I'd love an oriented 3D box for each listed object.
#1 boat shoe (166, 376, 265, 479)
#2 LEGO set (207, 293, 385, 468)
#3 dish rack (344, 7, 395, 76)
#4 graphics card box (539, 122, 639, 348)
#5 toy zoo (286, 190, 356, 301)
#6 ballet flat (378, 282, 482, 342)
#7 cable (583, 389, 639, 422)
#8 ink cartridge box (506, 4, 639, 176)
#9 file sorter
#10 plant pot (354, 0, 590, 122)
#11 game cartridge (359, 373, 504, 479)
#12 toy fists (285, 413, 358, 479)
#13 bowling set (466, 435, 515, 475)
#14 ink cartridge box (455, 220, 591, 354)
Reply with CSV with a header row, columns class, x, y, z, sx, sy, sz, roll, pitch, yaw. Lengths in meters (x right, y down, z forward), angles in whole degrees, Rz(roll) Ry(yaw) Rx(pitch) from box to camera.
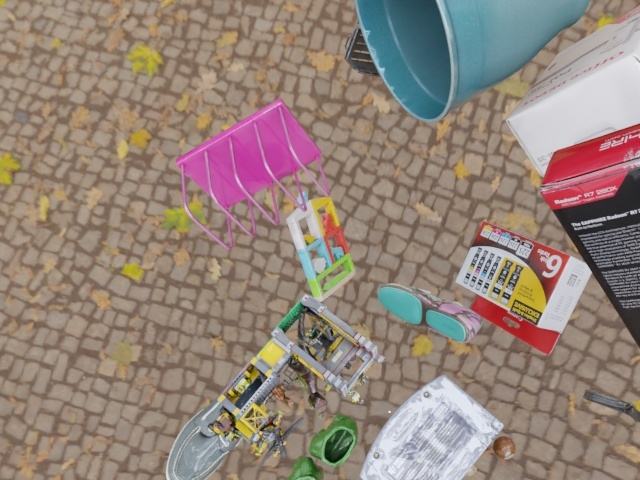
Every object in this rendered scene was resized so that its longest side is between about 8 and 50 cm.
class,x,y,z,sx,sy,sz,roll,pitch,yaw
boat shoe,-0.217,0.403,1.308,0.116,0.099,0.319,42,55,2
LEGO set,-0.018,0.274,1.067,0.192,0.255,0.331,34,63,23
dish rack,0.157,-0.394,0.991,0.208,0.272,0.074,-7,43,-39
graphics card box,0.450,0.021,0.682,0.371,0.232,0.094,50,49,-20
toy zoo,0.000,0.000,1.668,0.030,0.192,0.293,-9,105,38
ballet flat,0.220,0.135,1.177,0.221,0.077,0.079,21,32,39
cable,0.785,0.406,1.461,0.139,0.287,0.072,15,88,-11
ink cartridge box,0.442,-0.242,0.910,0.117,0.207,0.283,52,50,-10
file sorter,-0.149,-0.137,1.363,0.290,0.202,0.182,-27,50,14
plant pot,0.216,-0.342,0.825,0.255,0.272,0.272,-26,73,-9
game cartridge,0.235,0.456,1.311,0.198,0.062,0.297,40,84,22
toy fists,-0.006,0.565,1.505,0.096,0.142,0.279,37,83,10
bowling set,0.354,0.508,1.439,0.199,0.287,0.154,20,67,33
ink cartridge box,0.546,0.127,1.655,0.309,0.130,0.272,31,101,54
